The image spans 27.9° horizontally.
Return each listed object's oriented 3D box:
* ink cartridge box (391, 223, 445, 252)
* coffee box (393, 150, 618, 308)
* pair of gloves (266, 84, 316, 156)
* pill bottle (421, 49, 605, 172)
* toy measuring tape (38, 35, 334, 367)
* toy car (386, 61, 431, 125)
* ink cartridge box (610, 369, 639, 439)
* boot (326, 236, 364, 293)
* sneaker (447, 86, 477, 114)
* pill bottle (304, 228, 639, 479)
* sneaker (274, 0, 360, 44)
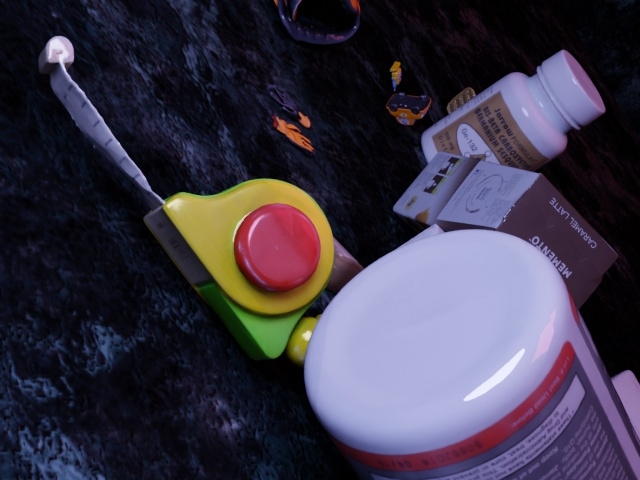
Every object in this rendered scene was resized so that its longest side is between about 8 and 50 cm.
[{"bbox_3d":[0.156,0.103,1.375,0.203,0.086,0.148,43,25,-31],"label":"ink cartridge box"},{"bbox_3d":[0.200,-0.010,1.447,0.141,0.098,0.246,42,-6,-20],"label":"coffee box"},{"bbox_3d":[-0.031,-0.131,1.406,0.074,0.010,0.083,37,28,-40],"label":"pair of gloves"},{"bbox_3d":[0.263,-0.153,1.754,0.131,0.229,0.131,44,25,-27],"label":"pill bottle"},{"bbox_3d":[-0.084,-0.042,1.024,0.330,0.121,0.121,54,22,-8],"label":"toy measuring tape"},{"bbox_3d":[0.124,-0.197,1.764,0.122,0.060,0.041,-81,165,-50],"label":"toy car"},{"bbox_3d":[0.320,0.343,1.445,0.385,0.091,0.308,-19,77,-50],"label":"ink cartridge box"},{"bbox_3d":[0.000,0.000,1.257,0.118,0.042,0.087,39,19,-52],"label":"boot"},{"bbox_3d":[0.245,-0.157,1.937,0.084,0.069,0.185,39,28,-26],"label":"sneaker"},{"bbox_3d":[0.152,0.184,1.038,0.210,0.210,0.363,-92,156,-52],"label":"pill bottle"},{"bbox_3d":[-0.043,-0.365,1.547,0.321,0.124,0.180,40,26,-35],"label":"sneaker"}]
